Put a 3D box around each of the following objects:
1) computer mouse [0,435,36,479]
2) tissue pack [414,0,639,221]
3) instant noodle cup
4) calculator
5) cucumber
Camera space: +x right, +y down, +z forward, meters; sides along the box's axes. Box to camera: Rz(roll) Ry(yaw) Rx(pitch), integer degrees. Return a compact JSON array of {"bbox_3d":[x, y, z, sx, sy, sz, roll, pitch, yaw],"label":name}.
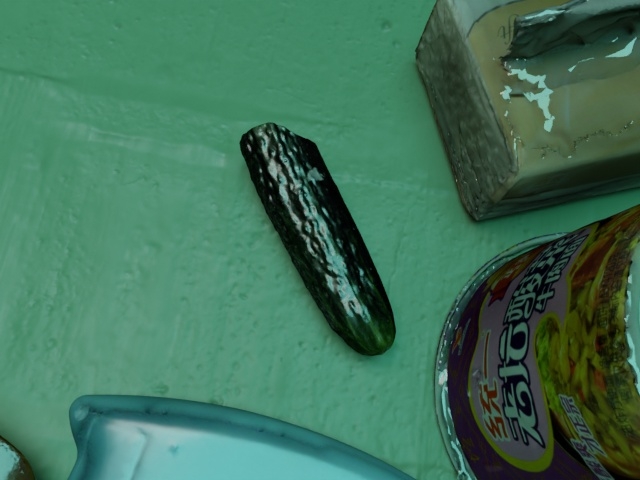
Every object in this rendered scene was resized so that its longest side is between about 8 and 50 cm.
[{"bbox_3d":[-0.339,0.172,0.500,0.245,0.056,0.126,30,72,12],"label":"computer mouse"},{"bbox_3d":[0.281,-0.171,0.611,0.306,0.238,0.238,-11,73,-10],"label":"tissue pack"},{"bbox_3d":[0.286,0.111,0.495,0.340,0.266,0.339,2,72,-6],"label":"instant noodle cup"},{"bbox_3d":[-0.057,0.275,0.514,0.387,0.054,0.256,18,70,-1],"label":"calculator"},{"bbox_3d":[0.000,0.000,0.604,0.075,0.074,0.241,-24,78,-13],"label":"cucumber"}]
